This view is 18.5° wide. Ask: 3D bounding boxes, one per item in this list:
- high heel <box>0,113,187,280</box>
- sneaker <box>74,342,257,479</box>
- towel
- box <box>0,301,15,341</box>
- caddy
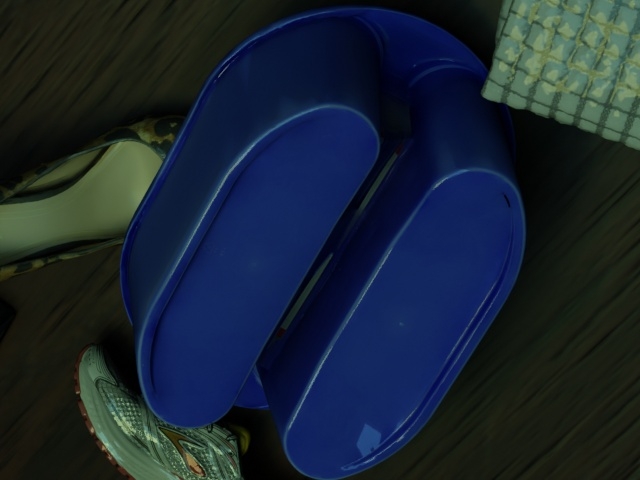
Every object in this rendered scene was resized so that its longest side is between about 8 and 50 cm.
[{"bbox_3d":[-0.175,-0.019,1.429,0.261,0.186,0.093,-12,104,20],"label":"high heel"},{"bbox_3d":[-0.104,0.162,1.538,0.093,0.088,0.225,-44,92,4],"label":"sneaker"},{"bbox_3d":[0.253,-0.197,1.284,0.235,0.121,0.284,21,112,13],"label":"towel"},{"bbox_3d":[-0.388,0.067,1.591,0.232,0.059,0.183,35,114,3],"label":"box"},{"bbox_3d":[0.000,0.000,1.396,0.241,0.179,0.341,23,115,-18],"label":"caddy"}]
